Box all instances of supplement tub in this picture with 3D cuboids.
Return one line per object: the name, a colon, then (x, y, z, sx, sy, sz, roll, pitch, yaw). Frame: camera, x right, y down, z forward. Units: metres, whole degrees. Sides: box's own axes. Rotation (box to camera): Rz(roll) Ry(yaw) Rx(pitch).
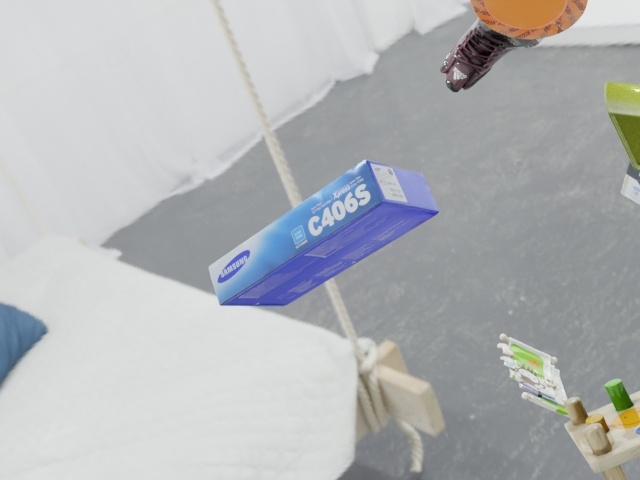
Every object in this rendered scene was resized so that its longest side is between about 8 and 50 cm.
supplement tub: (0.304, -0.443, 1.124, 0.193, 0.193, 0.316, -4, 57, 32)

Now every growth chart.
growth chart: (0.485, 0.304, 1.844, 0.171, 0.021, 0.237, 21, 27, -11)

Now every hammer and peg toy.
hammer and peg toy: (0.665, 0.330, 1.589, 0.361, 0.127, 0.266, -25, 2, 8)

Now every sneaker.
sneaker: (0.268, -0.305, 1.338, 0.162, 0.106, 0.281, -49, 0, 15)

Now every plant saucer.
plant saucer: (0.559, -0.169, 1.351, 0.045, 0.188, 0.188, -44, 29, -12)

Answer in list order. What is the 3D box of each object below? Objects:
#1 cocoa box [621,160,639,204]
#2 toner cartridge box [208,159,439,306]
cocoa box: (0.826, -0.144, 1.630, 0.231, 0.228, 0.347, -32, 51, -24)
toner cartridge box: (0.000, 0.000, 1.298, 0.347, 0.075, 0.165, -33, -24, 31)
